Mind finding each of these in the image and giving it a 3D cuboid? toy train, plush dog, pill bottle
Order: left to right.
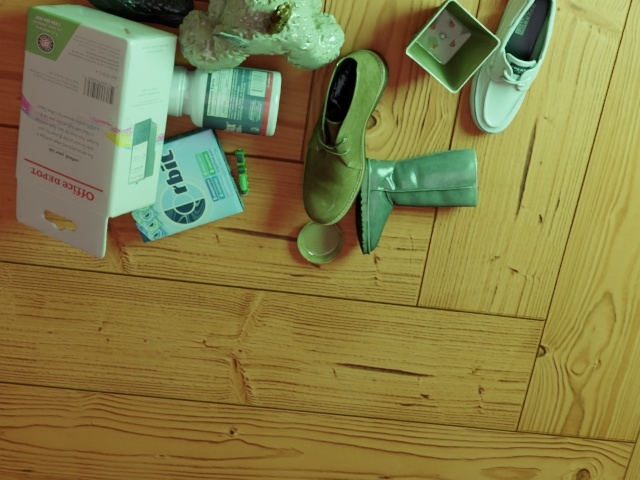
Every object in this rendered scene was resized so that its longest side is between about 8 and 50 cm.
[{"bbox_3d":[-0.158,-0.232,1.488,0.180,0.108,0.108,7,112,-5],"label":"pill bottle"},{"bbox_3d":[-0.135,-0.116,1.582,0.017,0.024,0.083,-6,112,-1],"label":"toy train"},{"bbox_3d":[-0.087,-0.392,1.387,0.262,0.210,0.226,-4,78,-11],"label":"plush dog"}]

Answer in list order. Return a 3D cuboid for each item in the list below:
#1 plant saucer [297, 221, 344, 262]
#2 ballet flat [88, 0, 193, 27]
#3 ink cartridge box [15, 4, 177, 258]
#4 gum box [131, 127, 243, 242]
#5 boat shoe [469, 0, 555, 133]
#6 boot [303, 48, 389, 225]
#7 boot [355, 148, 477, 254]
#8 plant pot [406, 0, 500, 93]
[{"bbox_3d":[0.000,0.000,1.643,0.083,0.015,0.083,-1,112,-3],"label":"plant saucer"},{"bbox_3d":[-0.287,-0.377,1.460,0.173,0.057,0.049,11,72,-9],"label":"ballet flat"},{"bbox_3d":[-0.361,-0.173,1.453,0.207,0.119,0.354,22,114,22],"label":"ink cartridge box"},{"bbox_3d":[-0.244,-0.097,1.575,0.184,0.041,0.157,-18,113,4],"label":"gum box"},{"bbox_3d":[0.313,-0.292,1.500,0.095,0.084,0.258,9,112,-7],"label":"boat shoe"},{"bbox_3d":[0.020,-0.163,1.507,0.112,0.115,0.305,21,109,16],"label":"boot"},{"bbox_3d":[0.167,-0.067,1.601,0.208,0.076,0.190,-2,113,-9],"label":"boot"},{"bbox_3d":[0.204,-0.320,1.476,0.109,0.096,0.109,37,106,-17],"label":"plant pot"}]
